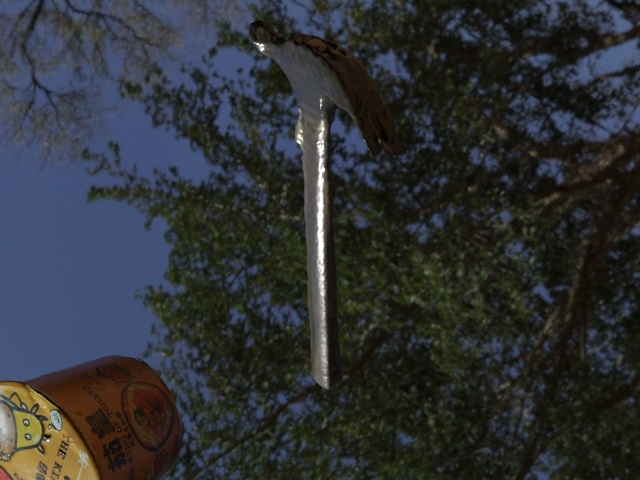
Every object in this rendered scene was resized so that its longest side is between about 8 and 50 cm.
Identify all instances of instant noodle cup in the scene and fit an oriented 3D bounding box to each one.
[{"bbox_3d":[-0.273,0.235,0.903,0.216,0.215,0.172,41,-153,14],"label":"instant noodle cup"}]

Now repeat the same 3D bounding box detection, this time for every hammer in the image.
[{"bbox_3d":[0.001,0.000,0.543,0.027,0.297,0.125,-30,-130,-29],"label":"hammer"}]
